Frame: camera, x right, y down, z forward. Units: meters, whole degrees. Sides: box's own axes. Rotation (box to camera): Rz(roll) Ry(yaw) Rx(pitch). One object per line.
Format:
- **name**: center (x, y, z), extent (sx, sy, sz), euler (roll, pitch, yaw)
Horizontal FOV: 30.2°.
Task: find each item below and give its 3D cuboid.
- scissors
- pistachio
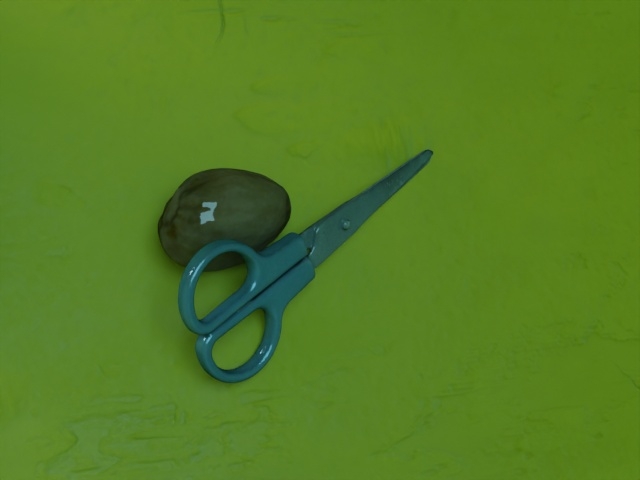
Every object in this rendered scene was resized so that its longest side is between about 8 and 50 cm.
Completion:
- **scissors**: center (0.000, 0.000, 1.518), extent (0.447, 0.029, 0.193), euler (-39, 128, -30)
- **pistachio**: center (-0.117, -0.031, 1.479), extent (0.185, 0.108, 0.126), euler (-22, 97, -28)
